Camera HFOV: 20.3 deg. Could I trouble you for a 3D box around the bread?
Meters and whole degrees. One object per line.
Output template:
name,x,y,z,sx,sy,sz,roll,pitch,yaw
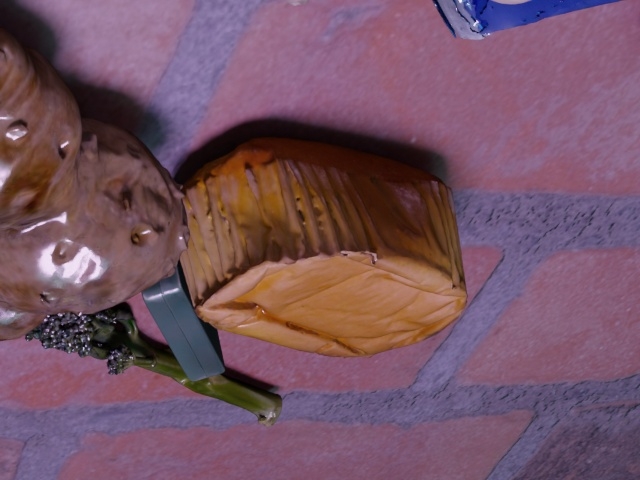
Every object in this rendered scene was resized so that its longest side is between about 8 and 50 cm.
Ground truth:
bread,0.000,0.000,1.640,0.288,0.156,0.204,10,147,-40

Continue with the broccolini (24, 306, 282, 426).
broccolini,-0.152,0.133,1.832,0.079,0.074,0.392,-28,146,28

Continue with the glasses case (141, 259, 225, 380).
glasses case,-0.137,0.063,1.732,0.039,0.078,0.184,-16,148,3

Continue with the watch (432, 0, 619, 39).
watch,0.215,-0.272,1.342,0.274,0.276,0.068,-12,129,32

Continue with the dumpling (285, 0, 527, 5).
dumpling,0.117,-0.289,1.199,0.395,0.315,0.233,-36,104,-3

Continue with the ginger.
ginger,-0.255,-0.046,1.426,0.256,0.176,0.375,-6,149,10
